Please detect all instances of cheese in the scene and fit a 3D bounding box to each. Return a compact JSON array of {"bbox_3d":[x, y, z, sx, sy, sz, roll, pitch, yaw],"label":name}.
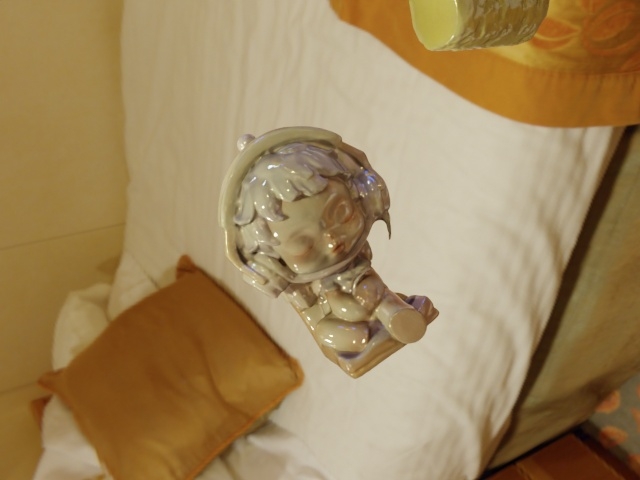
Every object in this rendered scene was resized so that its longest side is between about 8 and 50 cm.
[{"bbox_3d":[0.194,-0.293,0.937,0.094,0.167,0.123,21,116,48],"label":"cheese"}]

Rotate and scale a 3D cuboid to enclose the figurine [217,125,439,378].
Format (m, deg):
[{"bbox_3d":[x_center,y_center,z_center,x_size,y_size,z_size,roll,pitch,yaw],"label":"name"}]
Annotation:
[{"bbox_3d":[-0.001,0.000,0.709,0.236,0.163,0.141,62,166,-5],"label":"figurine"}]
